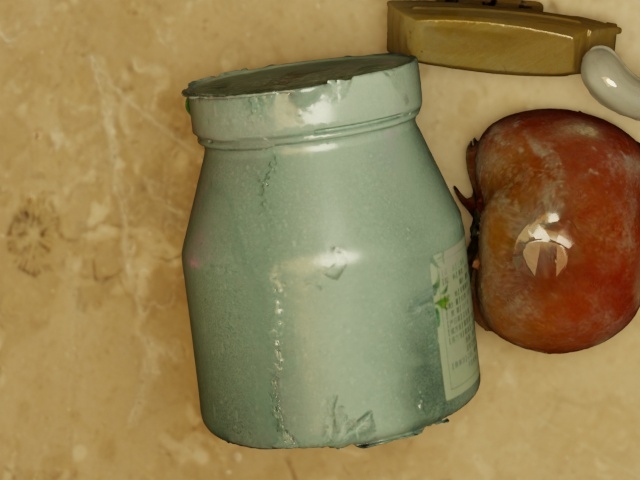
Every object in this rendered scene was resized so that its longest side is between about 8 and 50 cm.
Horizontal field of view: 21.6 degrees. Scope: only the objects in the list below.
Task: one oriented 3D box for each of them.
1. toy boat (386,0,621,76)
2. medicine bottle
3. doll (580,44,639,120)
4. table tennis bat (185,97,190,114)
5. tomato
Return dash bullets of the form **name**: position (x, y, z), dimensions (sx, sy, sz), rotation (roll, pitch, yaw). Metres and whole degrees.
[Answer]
- **toy boat**: position (0.156, -0.176, 1.436), dimensions (0.200, 0.077, 0.057), rotation (7, 114, 11)
- **medicine bottle**: position (0.000, 0.000, 1.395), dimensions (0.245, 0.245, 0.290), rotation (-4, 104, 16)
- **doll**: position (0.372, -0.102, 1.376), dimensions (0.252, 0.111, 0.237), rotation (-26, 105, 12)
- **table tennis bat**: position (-0.026, -0.046, 1.531), dimensions (0.160, 0.039, 0.257), rotation (-43, 90, 15)
- **tomato**: position (0.194, -0.002, 1.422), dimensions (0.181, 0.155, 0.214), rotation (0, 99, 11)
